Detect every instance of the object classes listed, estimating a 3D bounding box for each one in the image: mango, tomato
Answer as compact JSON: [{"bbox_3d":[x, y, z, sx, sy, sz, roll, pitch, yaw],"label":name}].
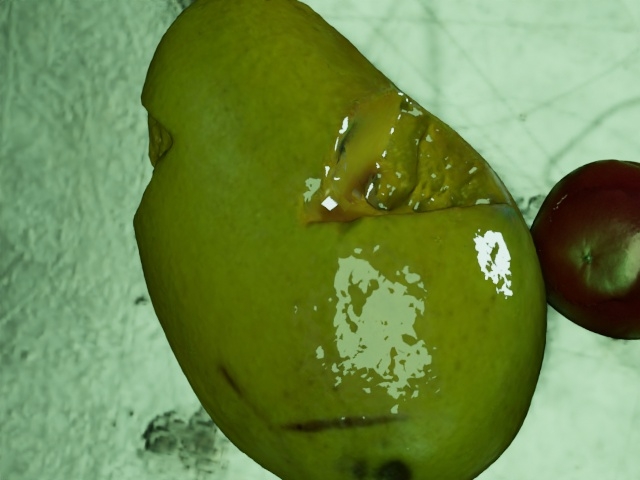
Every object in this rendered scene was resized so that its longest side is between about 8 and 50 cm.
[{"bbox_3d":[0.000,0.000,0.739,0.167,0.130,0.262,-41,75,15],"label":"mango"},{"bbox_3d":[0.139,0.003,0.743,0.087,0.075,0.087,0,90,13],"label":"tomato"}]
